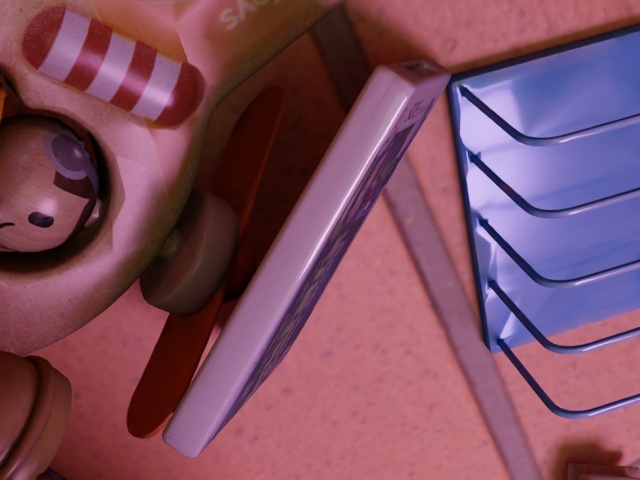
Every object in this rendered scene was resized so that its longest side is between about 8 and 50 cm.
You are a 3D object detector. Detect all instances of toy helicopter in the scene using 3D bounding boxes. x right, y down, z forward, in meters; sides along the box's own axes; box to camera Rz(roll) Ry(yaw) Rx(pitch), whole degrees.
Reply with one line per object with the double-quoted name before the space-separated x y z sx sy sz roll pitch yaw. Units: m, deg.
"toy helicopter" -0.064 -0.068 0.618 0.355 0.140 0.235 -37 117 -5

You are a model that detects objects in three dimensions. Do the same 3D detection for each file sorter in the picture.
"file sorter" 0.150 -0.009 0.720 0.118 0.104 0.170 -16 116 -10

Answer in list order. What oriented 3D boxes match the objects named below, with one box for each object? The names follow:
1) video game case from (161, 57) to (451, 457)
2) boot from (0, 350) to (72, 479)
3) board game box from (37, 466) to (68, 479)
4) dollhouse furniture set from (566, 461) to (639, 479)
"video game case" 0.000 0.000 0.649 0.022 0.173 0.190 32 103 5
"boot" -0.261 0.050 0.495 0.236 0.089 0.269 -35 123 4
"board game box" -0.085 0.230 0.609 0.232 0.291 0.141 38 81 -12
"dollhouse furniture set" 0.028 0.308 0.863 0.303 0.174 0.356 6 82 -6
